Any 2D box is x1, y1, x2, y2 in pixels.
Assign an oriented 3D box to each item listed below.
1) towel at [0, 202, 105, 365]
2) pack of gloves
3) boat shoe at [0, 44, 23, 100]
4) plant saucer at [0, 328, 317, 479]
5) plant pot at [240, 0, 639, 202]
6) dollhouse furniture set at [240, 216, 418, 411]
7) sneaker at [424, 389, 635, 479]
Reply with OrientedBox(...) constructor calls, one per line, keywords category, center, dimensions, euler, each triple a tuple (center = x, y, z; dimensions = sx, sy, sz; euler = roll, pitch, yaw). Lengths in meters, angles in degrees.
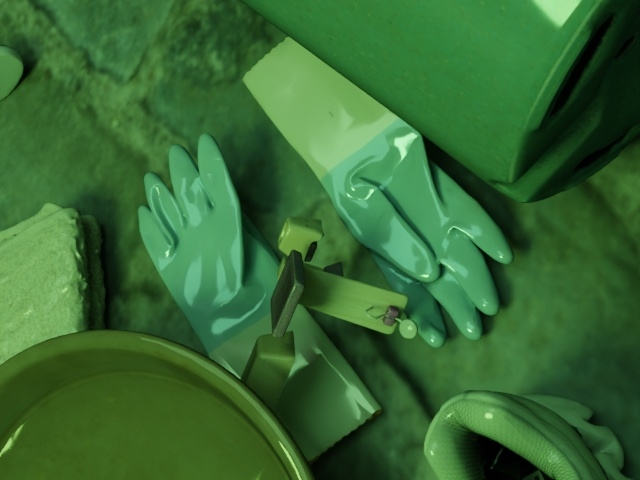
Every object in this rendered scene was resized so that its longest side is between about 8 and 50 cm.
OrientedBox(category="towel", center=(-0.220, 0.122, 0.787), dimensions=(0.187, 0.049, 0.282), euler=(-23, 60, 21))
OrientedBox(category="pack of gloves", center=(0.000, 0.000, 0.727), dimensions=(0.195, 0.046, 0.232), euler=(-37, 67, 12))
OrientedBox(category="boat shoe", center=(-0.296, -0.119, 0.933), dimensions=(0.142, 0.049, 0.040), euler=(-30, 57, 18))
OrientedBox(category="plant saucer", center=(-0.111, 0.188, 0.658), dimensions=(0.277, 0.041, 0.278), euler=(-1, 87, 22))
OrientedBox(category="plant pot", center=(0.063, -0.217, 0.599), dimensions=(0.341, 0.341, 0.334), euler=(-47, 71, 5))
OrientedBox(category="dollhouse furniture set", center=(0.001, 0.061, 0.684), dimensions=(0.091, 0.081, 0.114), euler=(-98, 28, -63))
OrientedBox(category="sneaker", center=(0.129, 0.190, 0.519), dimensions=(0.110, 0.118, 0.292), euler=(-36, 58, 10))
